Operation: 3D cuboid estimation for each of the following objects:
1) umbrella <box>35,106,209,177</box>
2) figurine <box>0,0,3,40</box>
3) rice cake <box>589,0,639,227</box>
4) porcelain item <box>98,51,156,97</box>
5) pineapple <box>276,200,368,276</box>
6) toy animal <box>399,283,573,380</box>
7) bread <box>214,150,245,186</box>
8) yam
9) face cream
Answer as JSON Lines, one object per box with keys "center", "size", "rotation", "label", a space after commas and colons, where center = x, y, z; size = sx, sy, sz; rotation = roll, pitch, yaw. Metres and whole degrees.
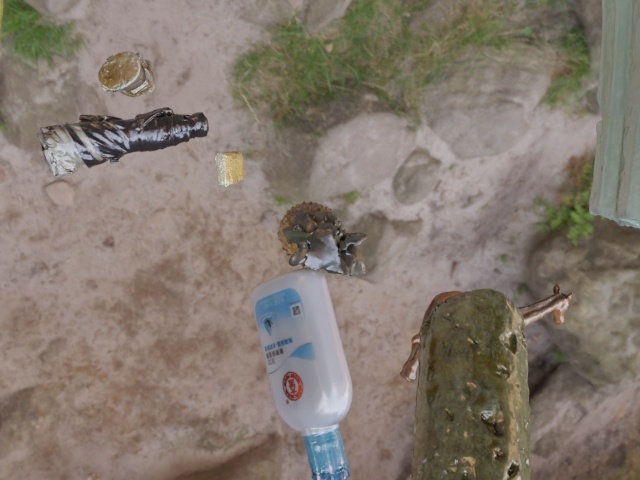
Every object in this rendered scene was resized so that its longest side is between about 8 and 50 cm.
{"center": [-0.421, -0.224, 1.473], "size": [0.357, 0.106, 0.113], "rotation": [-13, 114, -16], "label": "umbrella"}
{"center": [-0.666, -0.259, 0.904], "size": [0.377, 0.267, 0.361], "rotation": [-9, 146, 33], "label": "figurine"}
{"center": [0.226, -0.124, 0.456], "size": [0.043, 0.127, 0.237], "rotation": [2, 96, -6], "label": "rice cake"}
{"center": [-0.325, -0.283, 1.186], "size": [0.084, 0.054, 0.213], "rotation": [-34, -173, 2], "label": "porcelain item"}
{"center": [0.000, 0.000, 1.037], "size": [0.119, 0.237, 0.111], "rotation": [-21, 101, -6], "label": "pineapple"}
{"center": [0.216, 0.115, 0.861], "size": [0.230, 0.066, 0.224], "rotation": [-52, 126, -6], "label": "toy animal"}
{"center": [-0.185, -0.151, 1.395], "size": [0.083, 0.035, 0.070], "rotation": [-33, 117, -61], "label": "bread"}
{"center": [0.098, 0.118, 0.444], "size": [0.078, 0.179, 0.078], "rotation": [8, 142, 6], "label": "yam"}
{"center": [-0.021, 0.222, 1.107], "size": [0.163, 0.337, 0.080], "rotation": [-23, 165, 41], "label": "face cream"}
